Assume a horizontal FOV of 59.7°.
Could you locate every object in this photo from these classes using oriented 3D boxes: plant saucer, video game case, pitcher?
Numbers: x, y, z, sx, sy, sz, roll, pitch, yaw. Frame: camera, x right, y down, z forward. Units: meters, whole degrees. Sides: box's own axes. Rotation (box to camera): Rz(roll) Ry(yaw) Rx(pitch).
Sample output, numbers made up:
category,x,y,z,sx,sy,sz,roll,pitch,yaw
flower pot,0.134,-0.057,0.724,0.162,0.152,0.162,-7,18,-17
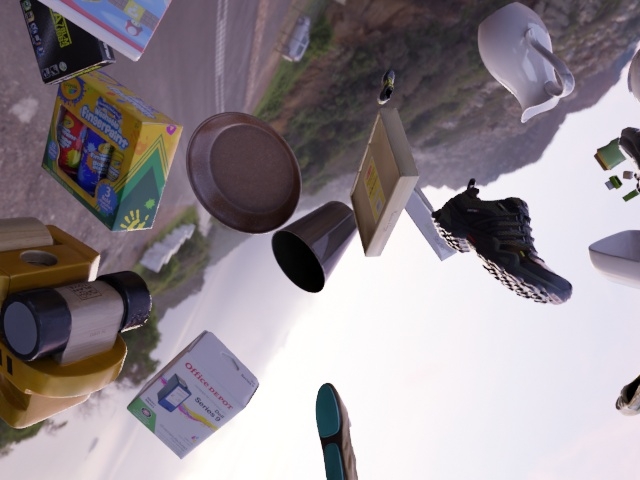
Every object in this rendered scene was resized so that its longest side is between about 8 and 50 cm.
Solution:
category,x,y,z,sx,sy,sz,roll,pitch,yaw
plant saucer,-0.115,-0.106,0.868,0.199,0.198,0.036,-58,176,34
video game case,-0.278,-0.415,0.753,0.025,0.204,0.285,-11,-126,57
pitcher,0.393,-0.347,1.052,0.125,0.207,0.178,-27,179,-5

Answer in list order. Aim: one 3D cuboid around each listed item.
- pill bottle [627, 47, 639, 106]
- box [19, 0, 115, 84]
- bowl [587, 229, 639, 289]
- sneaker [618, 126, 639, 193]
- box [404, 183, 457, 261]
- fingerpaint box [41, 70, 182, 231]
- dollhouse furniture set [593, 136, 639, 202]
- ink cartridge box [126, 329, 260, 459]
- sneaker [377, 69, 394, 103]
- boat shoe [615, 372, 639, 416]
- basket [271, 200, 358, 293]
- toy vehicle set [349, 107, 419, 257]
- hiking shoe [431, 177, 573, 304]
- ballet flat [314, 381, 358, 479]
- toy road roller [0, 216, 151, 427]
category,x,y,z,sx,sy,sz,roll,pitch,yaw
pill bottle,0.550,-0.253,0.838,0.152,0.152,0.272,-60,166,27
box,-0.546,-0.453,1.201,0.045,0.184,0.191,-28,108,-62
bowl,0.476,0.033,0.801,0.142,0.141,0.053,18,-62,52
sneaker,0.614,-0.078,0.990,0.341,0.124,0.140,-99,-154,-46
box,0.309,-0.078,1.652,0.058,0.232,0.322,-34,-176,13
fingerpaint box,-0.688,-0.300,1.797,0.163,0.444,0.371,-9,130,-55
dollhouse furniture set,0.729,-0.171,1.369,0.058,0.152,0.076,-22,167,-32
ink cartridge box,-0.246,0.299,1.082,0.212,0.154,0.093,-42,-174,23
sneaker,0.160,-0.360,1.305,0.035,0.031,0.083,9,-96,62
boat shoe,0.562,0.268,0.994,0.153,0.048,0.056,95,17,-58
basket,0.000,0.000,1.549,0.154,0.205,0.227,-14,-158,44
toy vehicle set,0.116,-0.105,1.092,0.267,0.035,0.166,107,-24,-56
hiking shoe,0.265,-0.007,0.779,0.114,0.227,0.086,-47,148,-3
ballet flat,0.037,0.421,1.184,0.080,0.073,0.233,-24,-119,37
toy road roller,-0.450,0.128,0.864,0.202,0.329,0.241,-13,128,-61
